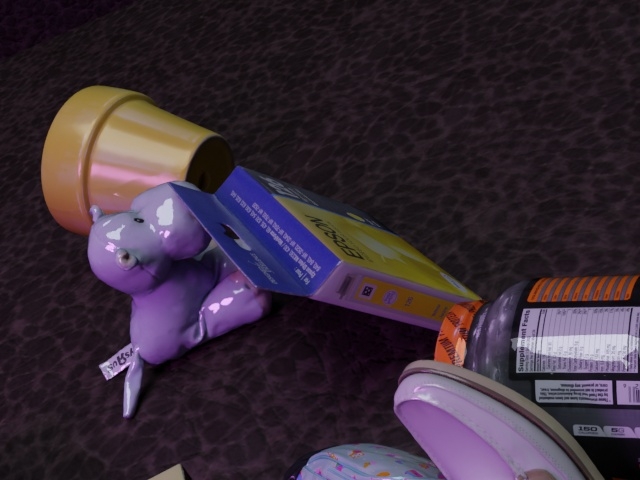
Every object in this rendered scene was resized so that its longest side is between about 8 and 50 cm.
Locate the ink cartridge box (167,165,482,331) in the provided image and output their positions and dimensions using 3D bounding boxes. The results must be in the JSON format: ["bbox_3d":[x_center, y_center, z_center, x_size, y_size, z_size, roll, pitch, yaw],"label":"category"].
[{"bbox_3d":[0.000,0.000,1.187,0.072,0.307,0.303,-62,36,12],"label":"ink cartridge box"}]

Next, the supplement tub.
[{"bbox_3d":[0.291,0.134,0.888,0.338,0.207,0.207,-3,42,30],"label":"supplement tub"}]

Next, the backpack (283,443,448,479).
[{"bbox_3d":[0.057,0.254,0.898,0.152,0.115,0.182,-1,4,-32],"label":"backpack"}]

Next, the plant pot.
[{"bbox_3d":[-0.282,-0.114,1.557,0.239,0.254,0.254,12,49,23],"label":"plant pot"}]

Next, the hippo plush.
[{"bbox_3d":[-0.234,0.032,1.328,0.294,0.236,0.234,-34,36,-10],"label":"hippo plush"}]

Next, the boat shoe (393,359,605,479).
[{"bbox_3d":[0.174,0.225,0.796,0.103,0.302,0.113,-51,1,-32],"label":"boat shoe"}]

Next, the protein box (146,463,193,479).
[{"bbox_3d":[-0.168,0.355,0.862,0.200,0.136,0.201,-27,36,-3],"label":"protein box"}]
